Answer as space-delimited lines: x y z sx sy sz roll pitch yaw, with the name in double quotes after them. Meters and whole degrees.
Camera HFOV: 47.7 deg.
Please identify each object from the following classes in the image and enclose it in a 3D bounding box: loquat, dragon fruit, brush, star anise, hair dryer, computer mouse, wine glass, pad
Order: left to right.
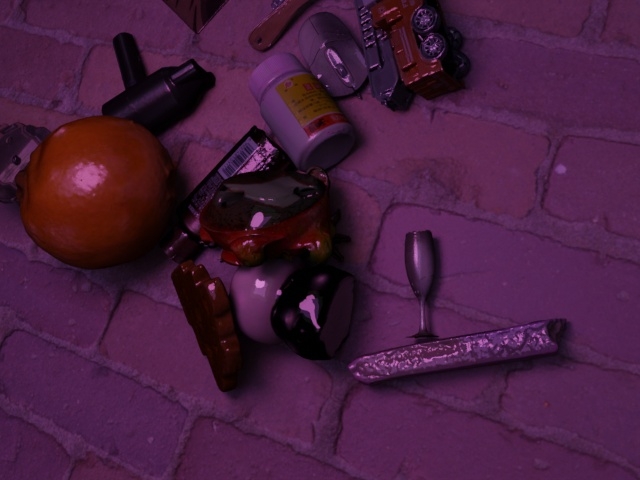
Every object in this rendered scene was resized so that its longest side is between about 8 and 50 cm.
-0.706 -0.177 1.723 0.199 0.115 0.389 -47 52 -11 "computer mouse"
-0.453 -0.099 1.490 0.328 0.328 0.329 -5 77 20 "loquat"
-0.388 -0.393 1.656 0.244 0.116 0.303 -29 63 10 "hair dryer"
-0.243 -0.666 1.703 0.330 0.004 0.220 -47 67 6 "pad"
-0.096 -0.049 1.354 0.295 0.268 0.130 17 124 33 "dragon fruit"
-0.032 -0.520 1.528 0.327 0.070 0.065 -42 31 19 "brush"
0.001 0.001 1.444 0.140 0.042 0.141 -6 72 19 "star anise"
0.021 -0.389 1.507 0.113 0.068 0.229 -34 69 13 "computer mouse"
0.184 0.081 1.347 0.066 0.066 0.198 -6 77 20 "wine glass"

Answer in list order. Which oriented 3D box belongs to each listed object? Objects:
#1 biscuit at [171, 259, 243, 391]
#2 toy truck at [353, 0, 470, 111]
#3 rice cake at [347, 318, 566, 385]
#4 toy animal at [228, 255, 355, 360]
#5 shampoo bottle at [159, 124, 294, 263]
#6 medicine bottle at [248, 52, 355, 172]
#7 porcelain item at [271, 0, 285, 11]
-0.224 0.139 1.426 0.043 0.278 0.301 -19 44 -24 "biscuit"
0.157 -0.437 1.434 0.184 0.133 0.339 -22 74 27 "toy truck"
0.240 0.203 1.295 0.398 0.070 0.064 -14 78 19 "rice cake"
-0.062 0.117 1.369 0.235 0.165 0.187 15 108 27 "toy animal"
-0.204 -0.086 1.522 0.129 0.084 0.323 45 97 12 "shampoo bottle"
-0.040 -0.257 1.464 0.139 0.139 0.225 -38 68 10 "medicine bottle"
-0.092 -0.517 1.601 0.036 0.028 0.083 6 79 5 "porcelain item"
